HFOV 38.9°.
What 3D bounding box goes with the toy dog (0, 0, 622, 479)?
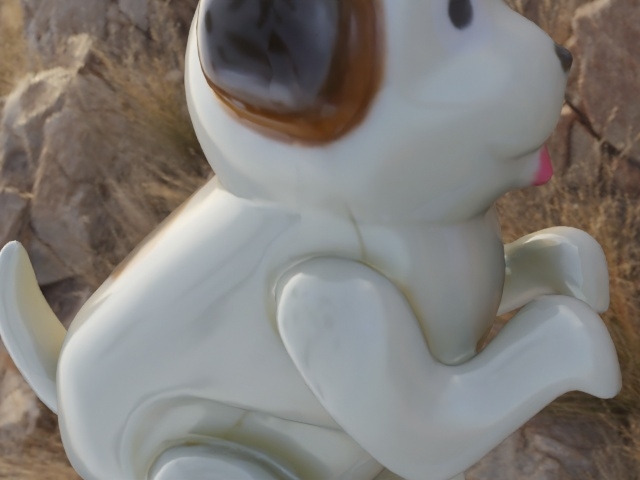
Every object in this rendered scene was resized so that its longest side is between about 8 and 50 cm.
[{"bbox_3d":[0.000,0.000,0.574,0.395,0.284,0.408,29,118,18],"label":"toy dog"}]
